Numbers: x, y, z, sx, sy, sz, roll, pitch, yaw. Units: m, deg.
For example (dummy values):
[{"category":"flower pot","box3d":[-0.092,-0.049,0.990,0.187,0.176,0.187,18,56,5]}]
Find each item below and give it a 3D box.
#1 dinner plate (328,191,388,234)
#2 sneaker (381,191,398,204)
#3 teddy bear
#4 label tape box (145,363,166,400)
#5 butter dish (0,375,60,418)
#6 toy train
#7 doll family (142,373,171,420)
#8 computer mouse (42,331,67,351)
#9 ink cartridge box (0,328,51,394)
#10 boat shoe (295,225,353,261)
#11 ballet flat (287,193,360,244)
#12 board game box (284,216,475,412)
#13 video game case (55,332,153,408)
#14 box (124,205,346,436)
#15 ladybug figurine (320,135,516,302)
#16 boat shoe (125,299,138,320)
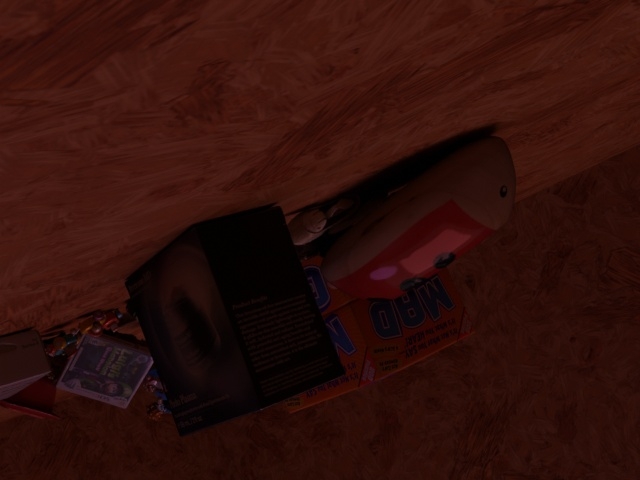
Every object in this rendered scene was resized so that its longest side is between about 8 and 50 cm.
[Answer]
[{"category":"dinner plate","box3d":[0.070,-0.058,1.574,0.141,0.017,0.141,-32,-171,6]},{"category":"sneaker","box3d":[0.162,-0.068,1.740,0.170,0.063,0.075,-32,170,24]},{"category":"teddy bear","box3d":[-0.583,0.292,1.981,0.338,0.113,0.245,-19,169,41]},{"category":"label tape box","box3d":[-0.319,0.242,2.173,0.249,0.115,0.348,-26,-152,20]},{"category":"butter dish","box3d":[-0.666,0.323,1.817,0.160,0.118,0.160,9,162,38]},{"category":"toy train","box3d":[-0.473,0.196,1.642,0.166,0.046,0.125,-34,170,-18]},{"category":"doll family","box3d":[-0.327,0.392,1.941,0.163,0.118,0.263,-18,154,23]},{"category":"computer mouse","box3d":[-0.617,0.244,1.691,0.193,0.042,0.106,-33,174,27]},{"category":"ink cartridge box","box3d":[-0.624,0.250,1.499,0.212,0.093,0.154,-31,169,40]},{"category":"boat shoe","box3d":[0.000,0.000,1.645,0.073,0.073,0.207,-5,-175,38]},{"category":"ballet flat","box3d":[0.005,-0.046,1.466,0.168,0.057,0.052,-30,168,-35]},{"category":"board game box","box3d":[0.079,0.160,1.972,0.356,0.356,0.356,-16,169,-43]},{"category":"video game case","box3d":[-0.488,0.294,1.835,0.173,0.022,0.190,22,120,-21]},{"category":"box","box3d":[-0.154,0.141,1.336,0.182,0.294,0.296,-14,169,-39]},{"category":"ladybug figurine","box3d":[0.189,-0.018,1.527,0.449,0.162,0.305,-37,176,30]},{"category":"boat shoe","box3d":[-0.375,0.143,1.701,0.049,0.042,0.133,-48,175,-3]}]
